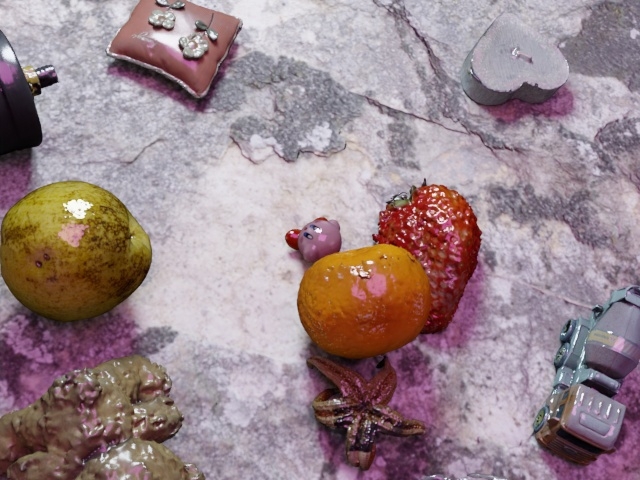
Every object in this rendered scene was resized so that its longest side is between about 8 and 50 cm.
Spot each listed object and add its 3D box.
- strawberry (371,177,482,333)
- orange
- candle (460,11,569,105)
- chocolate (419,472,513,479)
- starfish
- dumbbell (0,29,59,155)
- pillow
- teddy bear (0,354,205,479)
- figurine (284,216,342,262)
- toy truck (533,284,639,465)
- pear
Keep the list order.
[{"bbox_3d":[0.182,0.008,1.449,0.175,0.106,0.235,-19,71,-20],"label":"strawberry"},{"bbox_3d":[0.063,0.091,1.341,0.193,0.193,0.161,-10,90,-17],"label":"orange"},{"bbox_3d":[0.337,-0.322,1.665,0.192,0.068,0.168,-3,69,-16],"label":"candle"},{"bbox_3d":[0.192,0.469,1.170,0.303,0.213,0.303,-15,42,14],"label":"chocolate"},{"bbox_3d":[0.059,0.225,1.339,0.146,0.074,0.190,-34,74,-19],"label":"starfish"},{"bbox_3d":[-0.559,-0.173,1.328,0.388,0.185,0.185,-25,72,-22],"label":"dumbbell"},{"bbox_3d":[-0.237,-0.335,1.537,0.179,0.075,0.171,23,62,0],"label":"pillow"},{"bbox_3d":[-0.268,0.280,1.190,0.267,0.156,0.256,-27,75,-24],"label":"teddy bear"},{"bbox_3d":[0.000,0.000,1.433,0.083,0.071,0.067,-41,120,-18],"label":"figurine"},{"bbox_3d":[0.414,0.194,1.392,0.108,0.140,0.256,27,62,0],"label":"toy truck"},{"bbox_3d":[-0.327,0.016,1.274,0.197,0.197,0.197,5,64,-10],"label":"pear"}]
